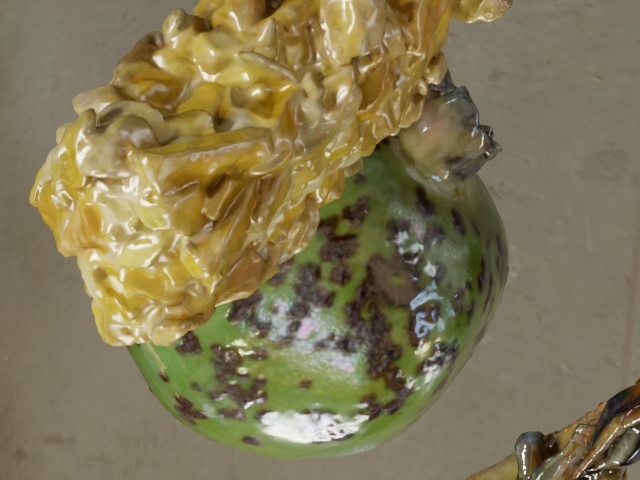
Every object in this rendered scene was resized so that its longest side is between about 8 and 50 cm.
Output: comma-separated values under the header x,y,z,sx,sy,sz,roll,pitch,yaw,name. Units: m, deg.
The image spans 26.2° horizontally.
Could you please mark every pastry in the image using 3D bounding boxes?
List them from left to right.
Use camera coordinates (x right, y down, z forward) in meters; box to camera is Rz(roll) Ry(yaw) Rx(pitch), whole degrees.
x,y,z,sx,sy,sz,roll,pitch,yaw,name
-0.019,-0.063,0.630,0.102,0.154,0.250,35,57,18,pastry

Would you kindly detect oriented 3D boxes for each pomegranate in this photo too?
x,y,z,sx,sy,sz,roll,pitch,yaw,name
0.000,0.000,0.822,0.270,0.254,0.254,-37,104,25,pomegranate

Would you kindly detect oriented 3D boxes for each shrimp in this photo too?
x,y,z,sx,sy,sz,roll,pitch,yaw,name
0.105,0.139,0.575,0.066,0.262,0.117,-11,66,-26,shrimp
